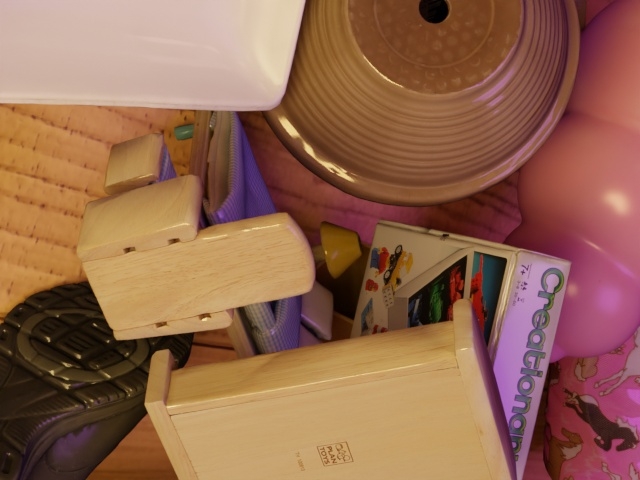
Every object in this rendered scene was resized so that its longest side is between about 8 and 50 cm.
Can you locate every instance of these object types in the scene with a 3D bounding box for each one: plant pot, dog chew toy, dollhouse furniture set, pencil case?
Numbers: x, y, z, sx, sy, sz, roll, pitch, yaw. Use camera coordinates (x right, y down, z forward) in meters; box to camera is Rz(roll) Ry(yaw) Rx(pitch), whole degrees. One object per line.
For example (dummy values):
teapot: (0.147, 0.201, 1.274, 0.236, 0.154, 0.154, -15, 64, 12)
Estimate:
plant pot: (0.067, -0.146, 1.174, 0.237, 0.237, 0.110, -63, -178, -7)
plant pot: (0.032, 0.063, 1.380, 0.081, 0.081, 0.083, -39, 140, -34)
dog chew toy: (0.259, -0.048, 1.434, 0.332, 0.206, 0.206, -57, 143, -7)
dollhouse furniture set: (0.000, 0.000, 1.123, 0.303, 0.198, 0.286, -88, 164, -51)
pencil case: (0.309, 0.067, 1.672, 0.160, 0.167, 0.386, -79, 175, -69)

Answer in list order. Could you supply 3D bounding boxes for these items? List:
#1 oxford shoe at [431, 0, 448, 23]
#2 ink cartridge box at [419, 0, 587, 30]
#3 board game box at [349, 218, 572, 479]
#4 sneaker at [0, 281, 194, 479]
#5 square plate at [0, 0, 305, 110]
oxford shoe: (0.146, -0.195, 1.311, 0.227, 0.083, 0.096, -57, 162, -16)
ink cartridge box: (0.126, -0.269, 1.349, 0.239, 0.060, 0.275, -27, 126, -44)
board game box: (0.071, 0.146, 1.231, 0.053, 0.193, 0.305, 13, 91, -28)
sneaker: (-0.192, 0.132, 1.121, 0.286, 0.109, 0.130, -39, 154, -39)
square plate: (-0.133, -0.245, 0.982, 0.344, 0.049, 0.347, -2, 113, -38)
